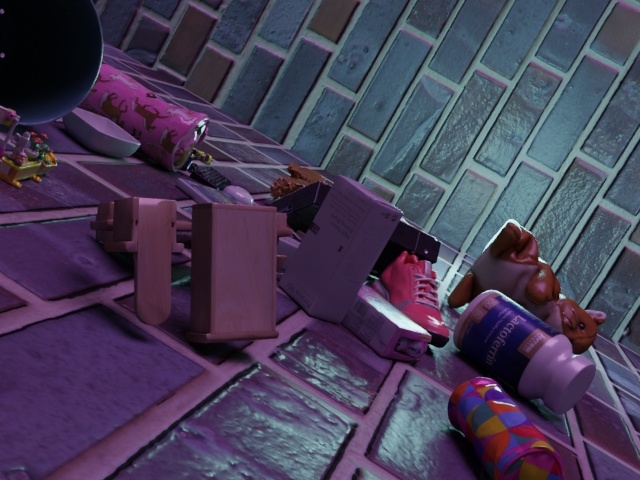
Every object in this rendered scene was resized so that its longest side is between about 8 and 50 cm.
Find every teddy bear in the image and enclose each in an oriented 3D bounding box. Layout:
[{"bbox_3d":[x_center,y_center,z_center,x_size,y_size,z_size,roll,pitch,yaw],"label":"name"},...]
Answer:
[{"bbox_3d":[-0.020,-0.077,2.277,0.245,0.113,0.338,11,27,-41],"label":"teddy bear"}]

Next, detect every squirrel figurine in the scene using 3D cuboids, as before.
[{"bbox_3d":[0.585,0.150,2.357,0.370,0.281,0.397,38,13,8],"label":"squirrel figurine"}]

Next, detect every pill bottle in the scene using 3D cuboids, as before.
[{"bbox_3d":[0.415,0.228,1.768,0.265,0.153,0.153,36,12,35],"label":"pill bottle"}]

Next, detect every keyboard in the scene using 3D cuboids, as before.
[{"bbox_3d":[-0.279,-0.162,2.141,0.108,0.023,0.180,29,9,0],"label":"keyboard"}]

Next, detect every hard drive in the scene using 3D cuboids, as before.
[{"bbox_3d":[0.070,-0.018,1.957,0.339,0.064,0.237,24,-23,-24],"label":"hard drive"}]

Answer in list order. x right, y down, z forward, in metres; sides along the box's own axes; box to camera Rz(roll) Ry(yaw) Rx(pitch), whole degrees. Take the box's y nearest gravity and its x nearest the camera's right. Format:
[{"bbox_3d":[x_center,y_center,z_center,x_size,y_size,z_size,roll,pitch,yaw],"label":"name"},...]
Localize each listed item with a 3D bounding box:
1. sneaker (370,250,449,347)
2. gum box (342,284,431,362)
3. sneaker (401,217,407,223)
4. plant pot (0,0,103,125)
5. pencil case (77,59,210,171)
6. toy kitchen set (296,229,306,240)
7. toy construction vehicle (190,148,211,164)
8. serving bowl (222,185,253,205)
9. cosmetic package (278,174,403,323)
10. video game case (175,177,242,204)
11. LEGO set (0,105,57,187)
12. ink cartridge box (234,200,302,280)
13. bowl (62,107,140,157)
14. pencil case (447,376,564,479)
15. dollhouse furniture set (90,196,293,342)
[{"bbox_3d":[0.192,0.108,1.786,0.116,0.136,0.314,25,11,-22],"label":"sneaker"},{"bbox_3d":[0.102,0.145,1.556,0.107,0.062,0.188,18,15,-48],"label":"gum box"},{"bbox_3d":[0.139,-0.033,2.521,0.305,0.114,0.152,22,25,-16],"label":"sneaker"},{"bbox_3d":[-0.593,-0.376,1.601,0.235,0.293,0.293,20,1,41],"label":"plant pot"},{"bbox_3d":[-0.452,-0.311,2.005,0.386,0.160,0.167,30,-19,6],"label":"pencil case"},{"bbox_3d":[0.000,0.000,1.820,0.075,0.068,0.083,34,11,27],"label":"toy kitchen set"},{"bbox_3d":[-0.345,-0.245,2.330,0.098,0.035,0.086,33,10,20],"label":"toy construction vehicle"},{"bbox_3d":[-0.196,-0.111,2.104,0.083,0.027,0.083,28,9,-5],"label":"serving bowl"},{"bbox_3d":[0.033,0.016,1.513,0.085,0.231,0.117,21,12,-42],"label":"cosmetic package"},{"bbox_3d":[-0.202,-0.070,1.894,0.190,0.022,0.173,36,11,34],"label":"video game case"},{"bbox_3d":[-0.475,-0.156,1.286,0.132,0.107,0.287,36,12,33],"label":"LEGO set"},{"bbox_3d":[-0.101,0.005,1.650,0.127,0.072,0.175,25,10,-30],"label":"ink cartridge box"},{"bbox_3d":[-0.465,-0.222,1.814,0.142,0.053,0.142,34,11,30],"label":"bowl"},{"bbox_3d":[0.255,0.282,1.215,0.104,0.104,0.236,27,12,-16],"label":"pencil case"},{"bbox_3d":[-0.225,0.045,1.202,0.303,0.173,0.355,3,-4,-42],"label":"dollhouse furniture set"}]
